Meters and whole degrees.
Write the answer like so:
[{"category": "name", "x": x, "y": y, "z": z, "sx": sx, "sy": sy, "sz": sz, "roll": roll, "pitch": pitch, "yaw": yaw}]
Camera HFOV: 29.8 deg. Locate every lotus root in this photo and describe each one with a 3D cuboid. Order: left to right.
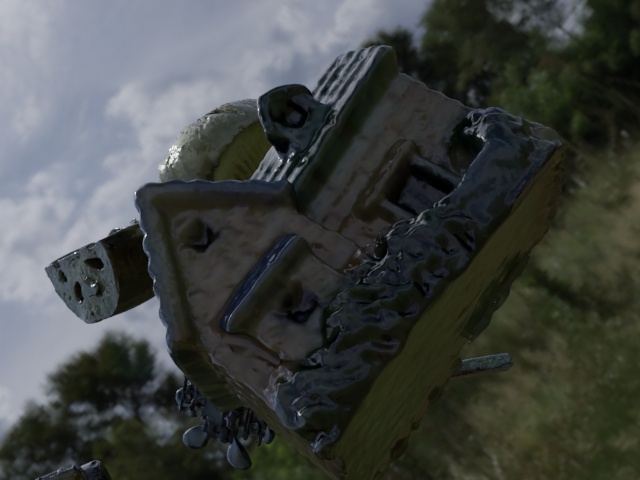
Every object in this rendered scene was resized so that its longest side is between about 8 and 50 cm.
[{"category": "lotus root", "x": -0.333, "y": 0.049, "z": 1.901, "sx": 0.119, "sy": 0.138, "sz": 0.235, "roll": -21, "pitch": 7, "yaw": -36}]

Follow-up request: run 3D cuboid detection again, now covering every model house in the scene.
[{"category": "model house", "x": 0.000, "y": 0.000, "z": 1.384, "sx": 0.445, "sy": 0.400, "sz": 0.395, "roll": -53, "pitch": -20, "yaw": -10}]

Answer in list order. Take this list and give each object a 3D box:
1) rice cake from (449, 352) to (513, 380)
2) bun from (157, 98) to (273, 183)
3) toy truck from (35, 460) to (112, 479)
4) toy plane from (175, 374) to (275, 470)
[{"category": "rice cake", "x": 0.259, "y": 0.242, "z": 2.243, "sx": 0.208, "sy": 0.033, "sz": 0.033, "roll": -9, "pitch": -24, "yaw": -11}, {"category": "bun", "x": -0.145, "y": -0.097, "z": 1.797, "sx": 0.259, "sy": 0.152, "sz": 0.259, "roll": -41, "pitch": -38, "yaw": -43}, {"category": "toy truck", "x": -0.337, "y": 0.438, "z": 1.717, "sx": 0.147, "sy": 0.165, "sz": 0.224, "roll": -22, "pitch": -54, "yaw": -4}, {"category": "toy plane", "x": -0.133, "y": 0.202, "z": 1.696, "sx": 0.078, "sy": 0.169, "sz": 0.246, "roll": -40, "pitch": -37, "yaw": -50}]
